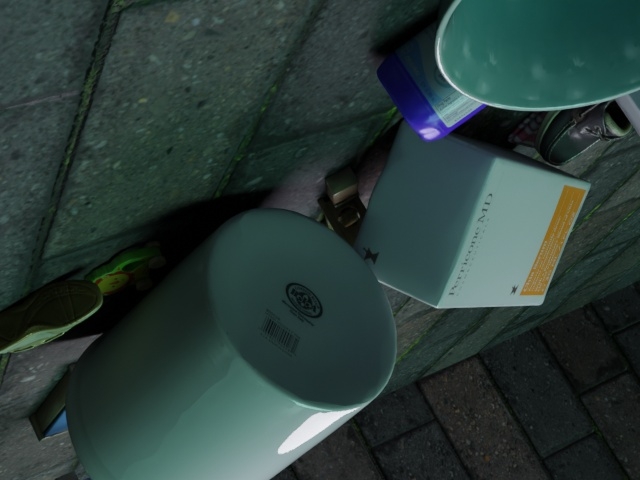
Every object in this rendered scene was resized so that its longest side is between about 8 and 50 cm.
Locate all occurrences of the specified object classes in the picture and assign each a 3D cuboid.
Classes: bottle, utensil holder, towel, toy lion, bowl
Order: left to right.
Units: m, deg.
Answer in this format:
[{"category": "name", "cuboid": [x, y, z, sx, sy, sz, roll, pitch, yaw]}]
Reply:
[{"category": "toy lion", "cuboid": [-0.264, 0.043, 1.615, 0.096, 0.034, 0.100, -9, 155, -32]}, {"category": "utensil holder", "cuboid": [-0.124, 0.177, 1.693, 0.327, 0.328, 0.385, -12, 157, -46]}, {"category": "bottle", "cuboid": [0.206, -0.237, 1.419, 0.283, 0.118, 0.092, -35, 151, 11]}, {"category": "bowl", "cuboid": [0.252, -0.280, 1.214, 0.311, 0.163, 0.311, -8, 154, -4]}, {"category": "towel", "cuboid": [0.412, -0.203, 1.959, 0.144, 0.029, 0.197, 9, 141, -41]}]

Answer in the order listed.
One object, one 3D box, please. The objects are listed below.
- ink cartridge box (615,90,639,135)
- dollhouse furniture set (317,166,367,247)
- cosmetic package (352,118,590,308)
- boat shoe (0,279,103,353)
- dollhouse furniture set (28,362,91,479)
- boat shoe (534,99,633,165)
[{"category": "ink cartridge box", "cuboid": [0.556, -0.233, 1.679, 0.272, 0.309, 0.130, -31, 163, 7]}, {"category": "dollhouse furniture set", "cuboid": [0.000, 0.000, 1.794, 0.161, 0.101, 0.182, -28, 163, -6]}, {"category": "cosmetic package", "cuboid": [0.241, -0.030, 1.852, 0.453, 0.161, 0.230, 3, 110, -61]}, {"category": "boat shoe", "cuboid": [-0.356, 0.099, 1.576, 0.170, 0.063, 0.059, -21, 166, 5]}, {"category": "dollhouse furniture set", "cuboid": [-0.283, 0.348, 1.983, 0.286, 0.303, 0.198, -15, 158, -41]}, {"category": "boat shoe", "cuboid": [0.440, -0.199, 1.862, 0.102, 0.092, 0.285, 12, 138, -37]}]
